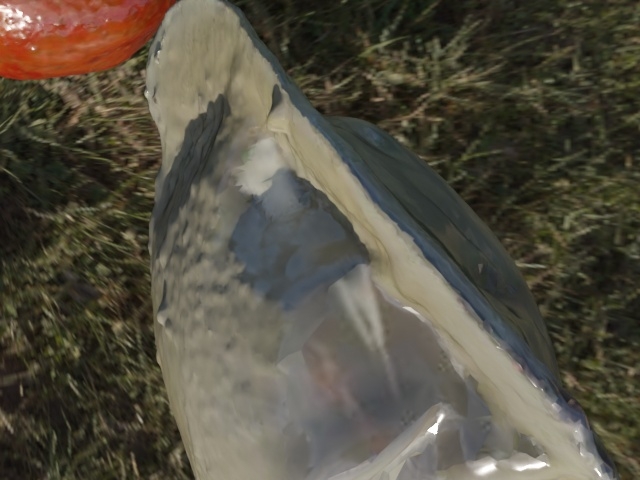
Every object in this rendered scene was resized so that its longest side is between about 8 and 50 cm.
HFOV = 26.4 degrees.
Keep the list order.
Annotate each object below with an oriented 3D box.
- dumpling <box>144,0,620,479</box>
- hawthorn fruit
[{"bbox_3d":[0.013,0.039,0.538,0.243,0.227,0.175,32,79,-19],"label":"dumpling"},{"bbox_3d":[-0.231,-0.205,0.983,0.243,0.207,0.207,-24,99,-15],"label":"hawthorn fruit"}]
